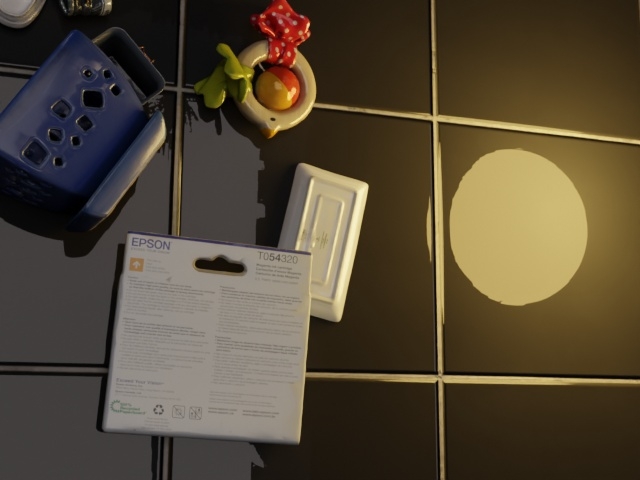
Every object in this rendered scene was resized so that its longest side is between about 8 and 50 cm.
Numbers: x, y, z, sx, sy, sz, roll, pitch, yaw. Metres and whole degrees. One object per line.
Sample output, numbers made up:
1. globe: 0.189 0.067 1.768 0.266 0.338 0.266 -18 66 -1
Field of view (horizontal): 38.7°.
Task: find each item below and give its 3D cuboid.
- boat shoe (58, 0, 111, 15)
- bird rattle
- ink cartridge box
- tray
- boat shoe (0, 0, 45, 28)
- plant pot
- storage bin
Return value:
1. boat shoe: -0.419 -0.475 1.561 0.083 0.065 0.183 -15 93 -36
2. bird rattle: -0.096 -0.301 1.647 0.253 0.143 0.207 -44 107 -34
3. ink cartridge box: -0.184 0.166 1.526 0.324 0.071 0.329 8 77 -14
4. tray: 0.000 0.000 1.643 0.145 0.030 0.270 16 75 -14
5. boat shoe: -0.492 -0.498 1.540 0.098 0.096 0.276 16 76 -18
6. plant pot: -0.387 -0.151 1.441 0.212 0.236 0.236 38 70 -14
7. storage bin: -0.335 -0.283 1.554 0.098 0.091 0.135 -41 95 -21
